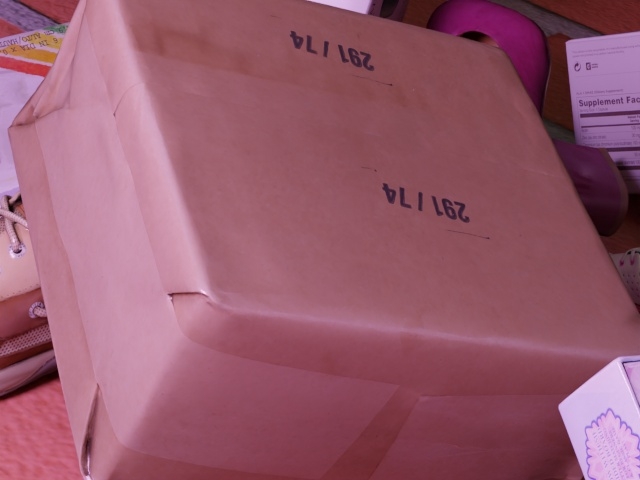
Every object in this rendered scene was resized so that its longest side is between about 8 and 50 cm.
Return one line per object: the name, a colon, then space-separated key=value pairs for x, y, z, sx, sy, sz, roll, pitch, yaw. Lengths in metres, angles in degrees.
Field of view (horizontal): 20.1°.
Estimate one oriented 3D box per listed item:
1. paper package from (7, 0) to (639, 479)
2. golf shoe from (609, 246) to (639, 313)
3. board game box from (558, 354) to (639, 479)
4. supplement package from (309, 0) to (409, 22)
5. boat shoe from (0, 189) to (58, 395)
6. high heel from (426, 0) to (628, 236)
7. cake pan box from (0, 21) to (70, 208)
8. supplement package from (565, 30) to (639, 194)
paper package: x=0.000 y=0.000 z=1.130 sx=0.325 sy=0.168 sz=0.309 roll=8 pitch=44 yaw=-31
golf shoe: x=0.245 y=0.034 z=1.398 sx=0.067 sy=0.086 sz=0.186 roll=-11 pitch=32 yaw=-35
board game box: x=0.315 y=0.198 z=0.936 sx=0.318 sy=0.066 sz=0.318 roll=-4 pitch=65 yaw=-30
supplement package: x=-0.017 y=-0.275 z=1.709 sx=0.198 sy=0.199 sz=0.262 roll=20 pitch=13 yaw=7
boat shoe: x=-0.194 y=0.021 z=1.206 sx=0.324 sy=0.120 sz=0.122 roll=-8 pitch=32 yaw=-35
high heel: x=0.124 y=-0.129 z=1.623 sx=0.181 sy=0.127 sz=0.377 roll=6 pitch=27 yaw=-25
cake pan box: x=-0.197 y=-0.079 z=1.383 sx=0.267 sy=0.070 sz=0.246 roll=-14 pitch=39 yaw=-14
supplement package: x=0.389 y=-0.130 z=1.635 sx=0.262 sy=0.145 sz=0.204 roll=-12 pitch=7 yaw=-38
